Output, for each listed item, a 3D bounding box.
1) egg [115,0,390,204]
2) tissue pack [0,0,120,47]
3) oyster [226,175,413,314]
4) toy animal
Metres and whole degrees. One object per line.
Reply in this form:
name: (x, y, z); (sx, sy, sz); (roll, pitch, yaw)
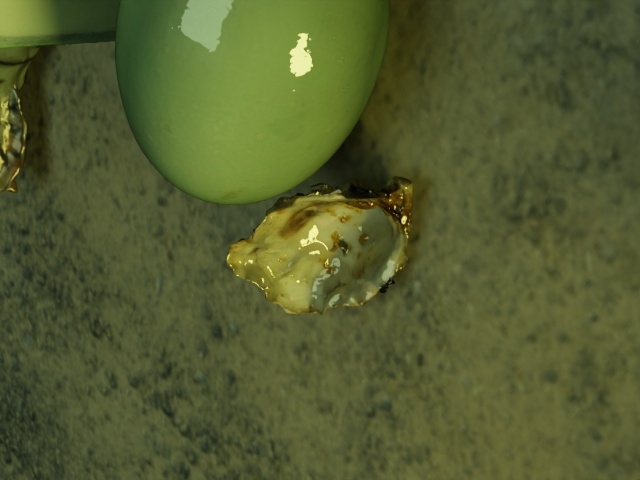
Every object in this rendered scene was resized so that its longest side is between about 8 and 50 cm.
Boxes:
egg: (-0.044, -0.126, 0.726); (0.168, 0.168, 0.231); (40, 131, 29)
tissue pack: (-0.162, -0.281, 0.752); (0.128, 0.228, 0.311); (45, 128, 26)
oyster: (0.010, -0.002, 0.789); (0.148, 0.051, 0.103); (-21, 126, 34)
toy animal: (-0.304, -0.181, 1.022); (0.170, 0.090, 0.255); (35, 126, 26)
